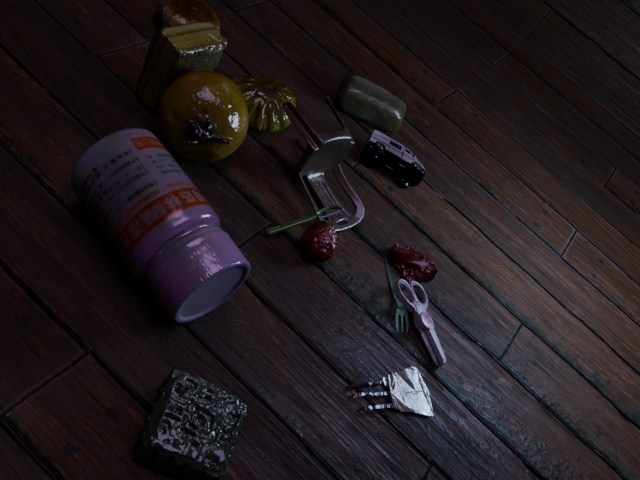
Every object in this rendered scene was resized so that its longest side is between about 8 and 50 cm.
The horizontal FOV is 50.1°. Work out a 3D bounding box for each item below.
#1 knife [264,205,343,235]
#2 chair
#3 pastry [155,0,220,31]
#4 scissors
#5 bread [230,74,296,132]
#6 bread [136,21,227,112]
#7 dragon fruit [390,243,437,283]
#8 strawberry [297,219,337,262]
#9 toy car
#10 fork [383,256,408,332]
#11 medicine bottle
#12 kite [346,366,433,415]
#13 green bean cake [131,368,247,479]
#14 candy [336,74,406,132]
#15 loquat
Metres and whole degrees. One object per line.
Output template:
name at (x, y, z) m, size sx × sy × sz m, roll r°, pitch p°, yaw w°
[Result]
knife at (-0.047, -0.054, 1.745) m, size 0.212 × 0.015 × 0.054 m, roll -20°, pitch 27°, yaw -16°
chair at (0.014, -0.205, 1.849) m, size 0.176 × 0.183 × 0.326 m, roll -18°, pitch 64°, yaw -40°
pastry at (-0.395, -0.661, 2.049) m, size 0.192 × 0.093 × 0.182 m, roll 0°, pitch 51°, yaw -31°
scissors at (0.261, 0.207, 1.746) m, size 0.118 × 0.030 × 0.242 m, roll 12°, pitch 49°, yaw -46°
bread at (-0.165, -0.399, 1.963) m, size 0.213 × 0.105 × 0.213 m, roll 18°, pitch 48°, yaw -21°
bread at (-0.367, -0.452, 1.781) m, size 0.110 × 0.234 × 0.184 m, roll 49°, pitch 44°, yaw 11°
dragon fruit at (0.256, 0.052, 1.863) m, size 0.097 × 0.063 × 0.131 m, roll -15°, pitch 62°, yaw -40°
strawberry at (0.001, 0.000, 1.722) m, size 0.106 × 0.106 × 0.106 m, roll 17°, pitch 46°, yaw -19°
toy car at (0.223, -0.249, 2.088) m, size 0.210 × 0.089 × 0.108 m, roll 29°, pitch 38°, yaw -3°
fork at (0.193, 0.132, 1.785) m, size 0.039 × 0.021 × 0.235 m, roll 13°, pitch 48°, yaw -27°
medicine bottle at (-0.337, -0.032, 1.447) m, size 0.219 × 0.219 × 0.388 m, roll -24°, pitch 69°, yaw -43°
kite at (0.165, 0.357, 1.577) m, size 0.229 × 0.016 × 0.127 m, roll -1°, pitch 51°, yaw -33°
green bean cake at (-0.237, 0.345, 1.273) m, size 0.173 × 0.094 × 0.181 m, roll 29°, pitch 44°, yaw -9°
candy at (0.163, -0.439, 2.203) m, size 0.234 × 0.102 × 0.104 m, roll 22°, pitch 44°, yaw -13°
loquat at (-0.291, -0.306, 1.713) m, size 0.244 × 0.244 × 0.244 m, roll 17°, pitch 46°, yaw -19°
